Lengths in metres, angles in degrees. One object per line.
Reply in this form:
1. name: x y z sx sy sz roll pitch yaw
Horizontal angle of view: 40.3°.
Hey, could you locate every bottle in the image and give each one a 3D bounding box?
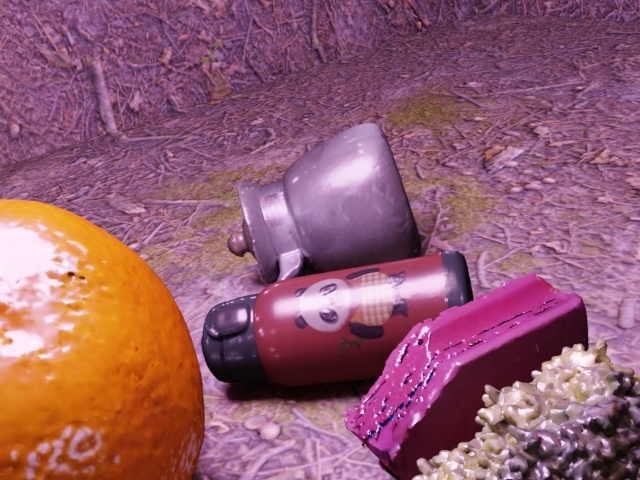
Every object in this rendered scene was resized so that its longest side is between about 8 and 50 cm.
1. bottle: 0.021 0.109 1.069 0.336 0.144 0.144 -10 23 12

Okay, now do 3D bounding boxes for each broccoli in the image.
1. broccoli: 0.216 0.205 0.643 0.288 0.235 0.260 27 30 -1

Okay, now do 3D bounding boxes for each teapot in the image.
1. teapot: 0.002 0.001 1.323 0.285 0.305 0.223 -18 -14 5

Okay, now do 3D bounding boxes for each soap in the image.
1. soap: 0.147 0.154 0.874 0.249 0.162 0.099 -23 31 -20

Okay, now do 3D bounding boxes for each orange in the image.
1. orange: -0.318 0.146 0.831 0.423 0.326 0.424 7 43 -7
